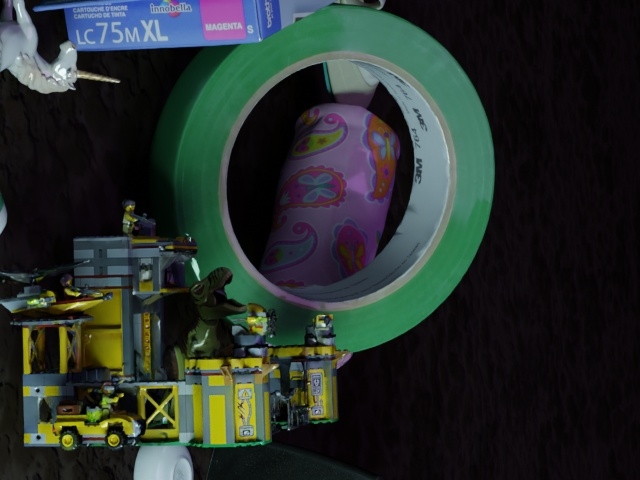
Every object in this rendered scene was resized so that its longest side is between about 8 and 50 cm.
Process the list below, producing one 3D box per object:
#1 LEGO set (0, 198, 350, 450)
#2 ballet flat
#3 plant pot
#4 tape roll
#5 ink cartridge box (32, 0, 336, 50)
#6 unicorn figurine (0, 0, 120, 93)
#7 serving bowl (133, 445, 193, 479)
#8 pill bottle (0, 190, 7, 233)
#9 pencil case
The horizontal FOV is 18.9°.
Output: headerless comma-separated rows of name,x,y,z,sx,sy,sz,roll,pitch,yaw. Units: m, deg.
LEGO set,-0.114,0.059,1.546,0.331,0.255,0.192,1,87,-69
ballet flat,0.033,-0.224,1.978,0.086,0.086,0.248,-66,147,-44
plant pot,-0.008,0.304,1.845,0.187,0.167,0.188,57,38,-49
tape roll,0.003,-0.058,1.775,0.321,0.077,0.321,-5,102,-24
ink cartridge box,-0.093,-0.217,1.676,0.311,0.186,0.065,-35,121,-62
unicorn figurine,-0.244,-0.160,1.514,0.162,0.060,0.111,-25,112,-46
serving bowl,-0.136,0.214,1.737,0.083,0.027,0.083,-1,90,-64
pill bottle,-0.297,-0.087,1.309,0.117,0.118,0.208,-53,135,-54
pencil case,0.000,0.000,1.953,0.124,0.124,0.284,55,41,-50
